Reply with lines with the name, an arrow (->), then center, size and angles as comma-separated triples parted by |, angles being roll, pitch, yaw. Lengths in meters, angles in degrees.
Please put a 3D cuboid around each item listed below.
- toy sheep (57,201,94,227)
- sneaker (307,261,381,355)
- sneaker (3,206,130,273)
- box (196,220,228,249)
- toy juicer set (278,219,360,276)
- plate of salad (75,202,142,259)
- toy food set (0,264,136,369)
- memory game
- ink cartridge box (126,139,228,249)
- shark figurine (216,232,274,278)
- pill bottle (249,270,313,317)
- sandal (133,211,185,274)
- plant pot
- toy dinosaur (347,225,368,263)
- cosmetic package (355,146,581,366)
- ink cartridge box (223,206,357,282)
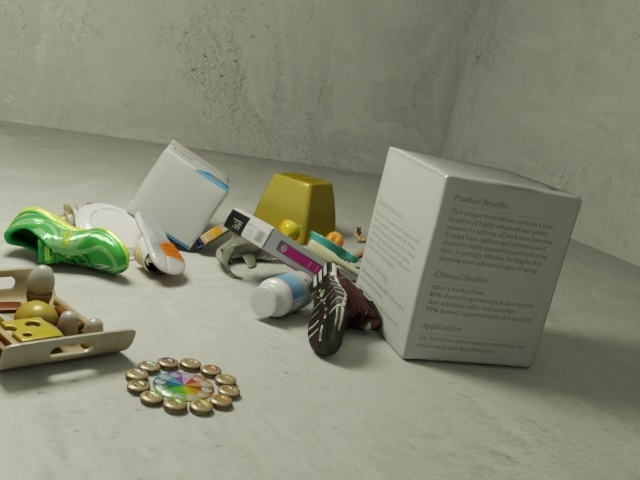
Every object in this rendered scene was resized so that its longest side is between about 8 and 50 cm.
toy sheep -> -0.604, -0.052, 1.785 | 0.132, 0.091, 0.091 | -7, 21, -30
sneaker -> 0.065, 0.163, 1.480 | 0.162, 0.106, 0.281 | 35, 26, -18
sneaker -> -0.557, 0.021, 1.553 | 0.295, 0.110, 0.123 | 16, 37, 11
box -> -0.279, -0.020, 1.891 | 0.136, 0.028, 0.081 | -32, 0, -21
toy juicer set -> 0.000, 0.000, 1.890 | 0.209, 0.090, 0.329 | 33, -4, -27
plate of salad -> -0.511, -0.017, 1.746 | 0.199, 0.048, 0.200 | 27, 30, -17
toy food set -> -0.488, 0.115, 1.193 | 0.306, 0.093, 0.219 | 23, 17, 40
memory game -> -0.219, 0.230, 1.134 | 0.186, 0.012, 0.186 | 11, 13, -3
ink cartridge box -> -0.385, -0.134, 1.946 | 0.198, 0.197, 0.270 | 34, 7, -13
shark figurine -> -0.218, 0.008, 1.836 | 0.166, 0.116, 0.278 | 15, 12, 19
pill bottle -> -0.084, 0.119, 1.543 | 0.087, 0.087, 0.160 | 18, 14, 25
sandal -> -0.397, 0.025, 1.674 | 0.102, 0.076, 0.265 | 31, 12, -37
plant pot -> -0.073, -0.113, 2.288 | 0.212, 0.187, 0.212 | 19, 16, 28
toy dinosaur -> 0.211, 0.041, 2.068 | 0.295, 0.127, 0.200 | -4, 27, -34
cosmetic package -> 0.309, 0.032, 1.586 | 0.329, 0.394, 0.327 | 8, 14, -19
ink cartridge box -> -0.059, 0.042, 1.769 | 0.371, 0.069, 0.175 | 31, -3, -43
